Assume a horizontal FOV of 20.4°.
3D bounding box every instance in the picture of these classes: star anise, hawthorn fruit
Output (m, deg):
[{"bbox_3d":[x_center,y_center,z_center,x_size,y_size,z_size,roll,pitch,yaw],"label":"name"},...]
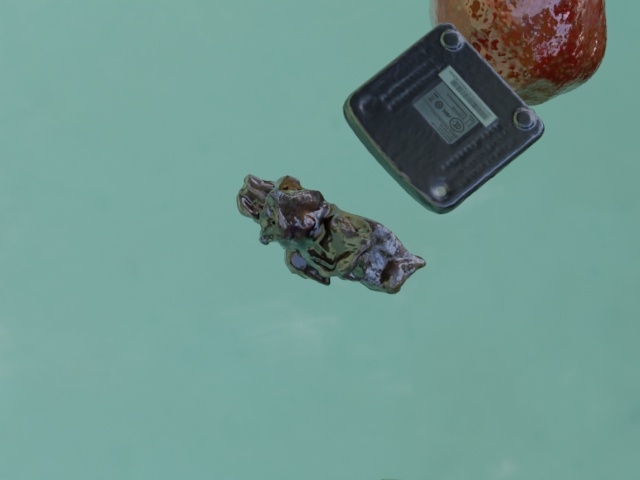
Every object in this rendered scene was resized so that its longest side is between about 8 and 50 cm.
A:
[{"bbox_3d":[0.005,0.003,1.943,0.220,0.099,0.214,28,5,-21],"label":"star anise"},{"bbox_3d":[0.213,-0.271,1.924,0.205,0.205,0.253,-56,146,-51],"label":"hawthorn fruit"}]

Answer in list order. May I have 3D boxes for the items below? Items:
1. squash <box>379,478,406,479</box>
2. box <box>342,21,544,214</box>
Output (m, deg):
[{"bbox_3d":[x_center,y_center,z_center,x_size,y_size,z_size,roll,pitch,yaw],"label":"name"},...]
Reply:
[{"bbox_3d":[0.110,0.318,1.786,0.170,0.123,0.170,34,50,-53],"label":"squash"},{"bbox_3d":[0.097,-0.097,1.420,0.125,0.027,0.126,-40,82,-16],"label":"box"}]
